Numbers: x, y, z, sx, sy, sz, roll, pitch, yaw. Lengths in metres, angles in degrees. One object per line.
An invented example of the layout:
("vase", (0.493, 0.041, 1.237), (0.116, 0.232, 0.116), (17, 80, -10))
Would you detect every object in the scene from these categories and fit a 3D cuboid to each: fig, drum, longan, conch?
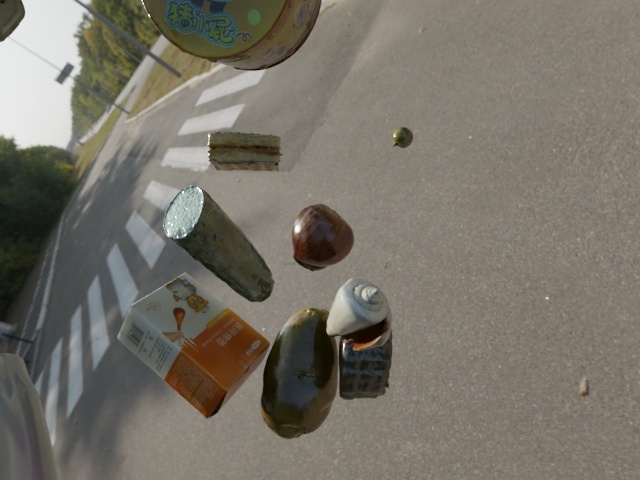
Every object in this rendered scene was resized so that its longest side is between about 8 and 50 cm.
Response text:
("fig", (0.000, -0.001, 1.206), (0.205, 0.205, 0.205), (-35, 38, 34))
("drum", (-0.219, -0.647, 0.999), (0.431, 0.431, 0.214), (-45, 1, 22))
("longan", (0.279, -0.350, 1.401), (0.083, 0.075, 0.075), (-46, 32, 3))
("conch", (0.057, 0.133, 0.674), (0.176, 0.104, 0.094), (-58, 8, 32))

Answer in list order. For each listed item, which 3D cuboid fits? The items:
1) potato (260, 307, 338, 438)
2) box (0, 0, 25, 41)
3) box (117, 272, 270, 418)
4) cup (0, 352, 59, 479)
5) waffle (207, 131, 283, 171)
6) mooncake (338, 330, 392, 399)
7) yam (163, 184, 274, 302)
("potato", (-0.053, 0.369, 1.137), (0.195, 0.176, 0.369), (6, 84, 38))
("box", (-0.834, -0.625, 0.989), (0.227, 0.130, 0.162), (108, 167, -55))
("box", (-0.339, 0.279, 1.123), (0.143, 0.341, 0.225), (-55, -7, 30))
("cup", (-0.667, 0.430, 0.781), (0.253, 0.253, 0.371), (-40, 66, 29))
("waffle", (-0.272, -0.321, 1.526), (0.376, 0.261, 0.114), (-149, 61, -80))
("mooncake", (0.109, 0.283, 1.018), (0.228, 0.124, 0.228), (-177, 90, -90))
("yam", (-0.224, 0.030, 0.960), (0.133, 0.330, 0.133), (-24, 36, 19))
